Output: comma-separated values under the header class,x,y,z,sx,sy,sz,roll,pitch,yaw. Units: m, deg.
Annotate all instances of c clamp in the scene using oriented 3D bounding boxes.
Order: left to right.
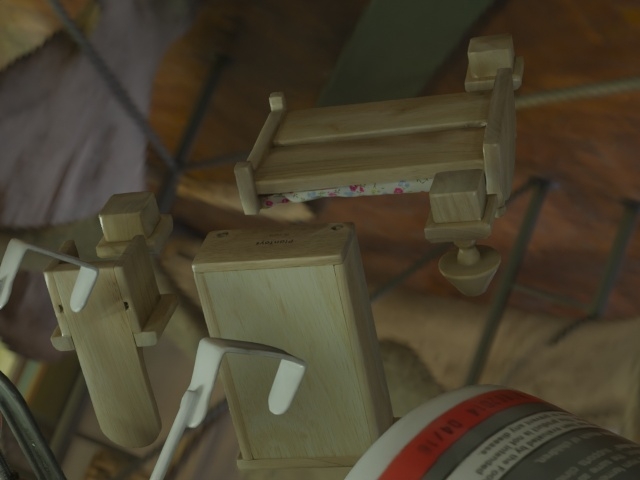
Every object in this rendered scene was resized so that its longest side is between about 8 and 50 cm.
class,x,y,z,sx,sy,sz,roll,pitch,yaw
c clamp,-0.218,0.134,1.028,0.137,0.022,0.161,18,136,43

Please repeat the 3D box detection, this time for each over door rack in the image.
class,x,y,z,sx,sy,sz,roll,pitch,yaw
over door rack,-0.186,0.150,0.798,0.108,0.324,0.239,38,169,-38

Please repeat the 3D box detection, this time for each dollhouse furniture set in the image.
class,x,y,z,sx,sy,sz,roll,pitch,yaw
dollhouse furniture set,0.000,0.000,1.171,0.303,0.355,0.174,-4,118,15

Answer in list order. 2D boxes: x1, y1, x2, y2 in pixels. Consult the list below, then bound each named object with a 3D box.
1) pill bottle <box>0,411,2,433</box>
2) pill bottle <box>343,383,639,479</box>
class,x,y,z,sx,sy,sz,roll,pitch,yaw
pill bottle,-0.357,0.112,1.319,0.124,0.124,0.221,18,146,16
pill bottle,0.175,0.220,0.675,0.363,0.210,0.210,23,171,39
